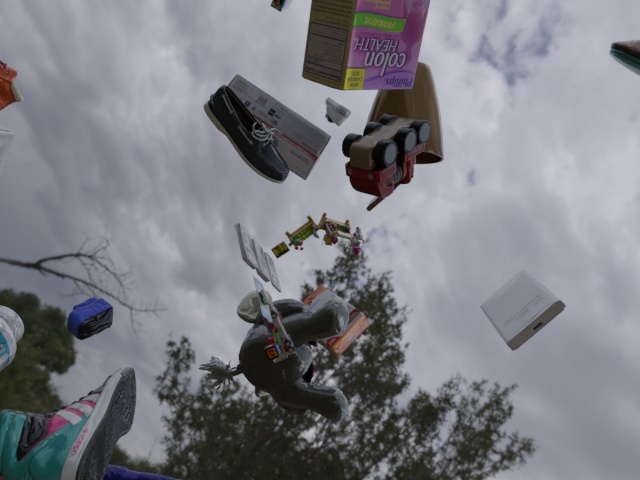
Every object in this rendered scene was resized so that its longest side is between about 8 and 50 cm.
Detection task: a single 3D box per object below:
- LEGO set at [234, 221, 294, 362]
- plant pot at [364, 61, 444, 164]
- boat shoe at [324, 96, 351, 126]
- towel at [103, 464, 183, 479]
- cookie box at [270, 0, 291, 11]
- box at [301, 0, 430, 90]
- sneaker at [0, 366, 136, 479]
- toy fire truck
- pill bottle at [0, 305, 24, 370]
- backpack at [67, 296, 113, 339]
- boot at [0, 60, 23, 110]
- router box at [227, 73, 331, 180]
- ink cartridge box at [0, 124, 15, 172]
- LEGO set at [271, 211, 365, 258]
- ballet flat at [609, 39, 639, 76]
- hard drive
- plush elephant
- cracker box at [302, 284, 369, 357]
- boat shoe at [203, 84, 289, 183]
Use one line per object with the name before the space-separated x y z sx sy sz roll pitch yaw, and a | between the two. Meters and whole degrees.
LEGO set | -0.106 0.113 0.979 0.182 0.060 0.244 57 13 -61
plant pot | 0.236 -0.359 1.516 0.237 0.237 0.255 5 -90 48
boat shoe | 0.046 -0.471 1.994 0.083 0.076 0.226 31 11 -17
towel | -0.418 0.633 1.203 0.308 0.228 0.076 5 -26 11
cookie box | -0.103 -0.760 1.648 0.040 0.092 0.107 29 -57 -2
box | 0.094 -0.422 1.040 0.117 0.213 0.243 31 -58 38
sneaker | -0.407 0.294 0.848 0.295 0.178 0.124 -98 -171 -76
toy fire truck | 0.148 -0.158 1.302 0.158 0.217 0.247 19 -50 36
pill bottle | -0.715 0.232 1.071 0.146 0.264 0.146 4 -67 9
backpack | -0.698 0.236 1.623 0.101 0.120 0.098 28 -54 22
boot | -0.490 -0.253 0.779 0.059 0.084 0.158 57 -22 29
router box | -0.146 -0.345 1.721 0.335 0.082 0.301 33 -11 -3
ink cartridge box | -0.641 -0.143 0.823 0.232 0.171 0.168 26 9 2
LEGO set | 0.000 0.000 1.606 0.107 0.286 0.132 -120 -151 -56
ballet flat | 0.725 -0.331 1.052 0.316 0.106 0.107 45 17 25
hard drive | 0.634 0.212 1.730 0.040 0.203 0.307 44 11 -8
plush elephant | -0.083 0.243 1.244 0.329 0.255 0.272 -6 -78 7
cracker box | 0.027 0.262 1.801 0.232 0.155 0.067 30 -23 45
boat shoe | -0.155 -0.243 1.245 0.079 0.095 0.254 -38 -84 31
